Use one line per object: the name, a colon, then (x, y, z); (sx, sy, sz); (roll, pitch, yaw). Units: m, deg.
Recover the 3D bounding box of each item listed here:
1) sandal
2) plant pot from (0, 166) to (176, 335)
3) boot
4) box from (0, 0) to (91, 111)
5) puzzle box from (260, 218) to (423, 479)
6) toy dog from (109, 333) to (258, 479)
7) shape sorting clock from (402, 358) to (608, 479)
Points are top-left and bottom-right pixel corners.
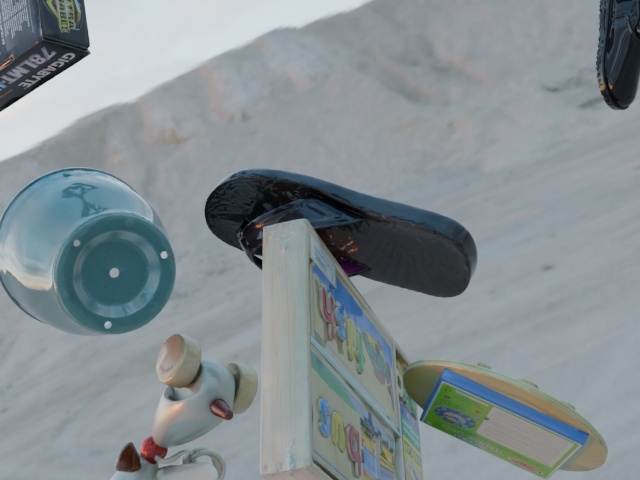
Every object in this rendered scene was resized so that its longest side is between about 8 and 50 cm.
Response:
sandal: (0.001, -0.002, 1.432); (0.446, 0.167, 0.107); (11, 44, 29)
plant pot: (-0.348, 0.030, 1.551); (0.272, 0.271, 0.255); (-25, 18, -22)
boot: (0.304, -0.184, 0.906); (0.045, 0.121, 0.099); (2, -3, -38)
box: (-0.392, -0.292, 1.126); (0.293, 0.295, 0.073); (-22, -17, 37)
puzzle box: (0.036, 0.191, 1.119); (0.052, 0.272, 0.409); (-12, -32, 17)
toy dog: (-0.216, 0.317, 1.568); (0.220, 0.333, 0.161); (4, 23, -23)
shape sorting clock: (0.177, 0.169, 0.967); (0.206, 0.206, 0.040); (-23, 34, 56)
